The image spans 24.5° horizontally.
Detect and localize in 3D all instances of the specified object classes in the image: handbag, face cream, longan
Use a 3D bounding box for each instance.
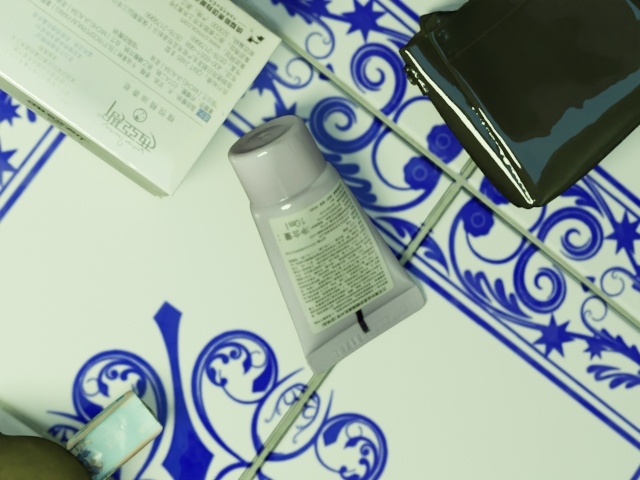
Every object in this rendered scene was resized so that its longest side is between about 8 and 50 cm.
[{"bbox_3d":[0.257,-0.206,1.645,0.285,0.113,0.257,-41,95,-3],"label":"handbag"},{"bbox_3d":[0.000,0.000,1.603,0.154,0.096,0.274,-33,112,-14],"label":"face cream"},{"bbox_3d":[-0.313,0.268,1.478,0.185,0.159,0.204,-37,87,29],"label":"longan"}]

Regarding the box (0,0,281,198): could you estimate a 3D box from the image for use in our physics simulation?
[{"bbox_3d":[-0.212,-0.202,1.520,0.274,0.116,0.203,35,82,-13],"label":"box"}]

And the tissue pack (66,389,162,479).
[{"bbox_3d":[-0.216,0.206,1.552,0.094,0.074,0.059,-40,93,-9],"label":"tissue pack"}]
